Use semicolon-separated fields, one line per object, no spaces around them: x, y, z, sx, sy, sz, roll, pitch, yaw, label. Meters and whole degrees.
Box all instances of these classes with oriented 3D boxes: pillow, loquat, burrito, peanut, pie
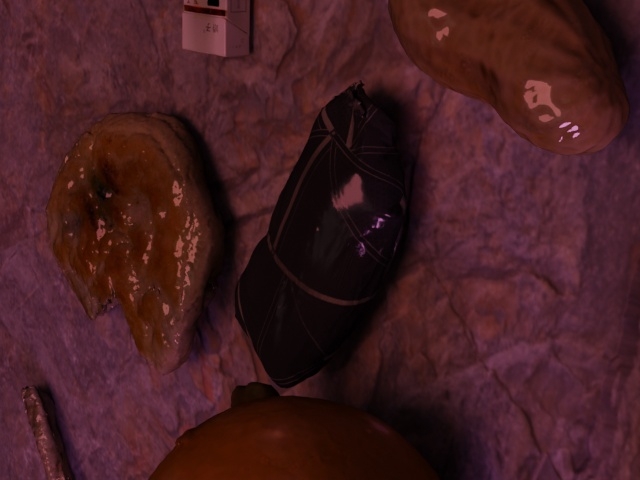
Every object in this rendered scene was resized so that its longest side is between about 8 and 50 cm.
0.000;0.000;1.446;0.161;0.093;0.335;52;132;34;pillow
-0.032;0.285;1.384;0.328;0.328;0.359;-55;38;40;loquat
-0.375;0.276;1.975;0.051;0.042;0.171;103;149;-69;burrito
0.154;-0.171;1.216;0.274;0.111;0.125;39;121;37;peanut
-0.227;-0.008;1.720;0.337;0.075;0.337;13;107;48;pie

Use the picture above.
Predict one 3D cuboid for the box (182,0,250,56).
-0.113;-0.281;1.556;0.084;0.040;0.154;16;109;46;box
